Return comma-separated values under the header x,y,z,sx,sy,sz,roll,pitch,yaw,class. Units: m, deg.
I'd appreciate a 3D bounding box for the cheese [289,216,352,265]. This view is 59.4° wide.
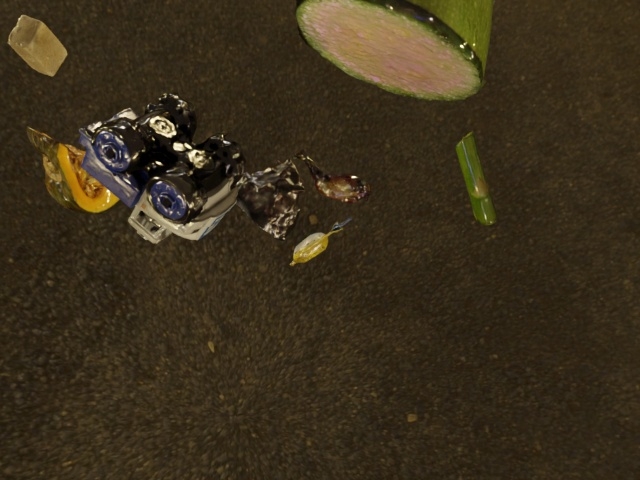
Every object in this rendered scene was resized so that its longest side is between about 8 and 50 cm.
x,y,z,sx,sy,sz,roll,pitch,yaw,class
0.000,0.000,1.806,0.250,0.156,0.064,-36,88,0,cheese

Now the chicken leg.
x,y,z,sx,sy,sz,roll,pitch,yaw,class
0.028,-0.178,1.629,0.253,0.106,0.051,28,42,-5,chicken leg

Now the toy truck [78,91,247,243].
x,y,z,sx,sy,sz,roll,pitch,yaw,class
-0.229,-0.087,0.791,0.213,0.177,0.161,41,35,-2,toy truck

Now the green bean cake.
x,y,z,sx,sy,sz,roll,pitch,yaw,class
-0.906,-0.622,1.803,0.085,0.179,0.109,19,78,7,green bean cake

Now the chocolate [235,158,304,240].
x,y,z,sx,sy,sz,roll,pitch,yaw,class
-0.117,-0.132,1.508,0.177,0.206,0.224,-46,71,7,chocolate

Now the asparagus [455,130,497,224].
x,y,z,sx,sy,sz,roll,pitch,yaw,class
0.406,-0.160,1.474,0.060,0.277,0.067,-15,28,18,asparagus

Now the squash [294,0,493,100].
x,y,z,sx,sy,sz,roll,pitch,yaw,class
0.153,-0.415,0.848,0.310,0.310,0.308,24,87,-1,squash

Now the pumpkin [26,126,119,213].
x,y,z,sx,sy,sz,roll,pitch,yaw,class
-0.646,-0.206,1.529,0.139,0.280,0.190,27,48,25,pumpkin

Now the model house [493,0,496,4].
x,y,z,sx,sy,sz,roll,pitch,yaw,class
0.156,-0.602,1.258,0.297,0.339,0.360,-40,106,-19,model house
